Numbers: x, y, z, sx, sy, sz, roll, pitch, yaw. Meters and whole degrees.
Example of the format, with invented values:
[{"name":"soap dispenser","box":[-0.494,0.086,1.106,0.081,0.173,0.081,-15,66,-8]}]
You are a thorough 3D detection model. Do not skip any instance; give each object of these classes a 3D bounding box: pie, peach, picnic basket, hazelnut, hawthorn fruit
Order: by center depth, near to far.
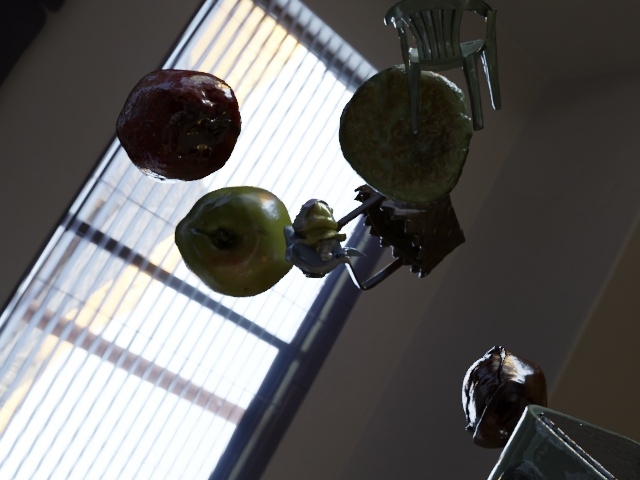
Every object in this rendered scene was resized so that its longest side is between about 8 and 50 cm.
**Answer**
[{"name":"hawthorn fruit","box":[-0.238,-0.201,1.202,0.249,0.215,0.215,11,-111,39]},{"name":"hazelnut","box":[0.336,0.290,1.248,0.160,0.201,0.170,2,-84,31]},{"name":"pie","box":[0.190,-0.242,1.519,0.323,0.323,0.070,-59,177,-5]},{"name":"peach","box":[-0.203,-0.005,1.731,0.314,0.315,0.281,35,-77,21]},{"name":"picnic basket","box":[0.200,-0.028,1.870,0.321,0.254,0.291,-34,-140,-11]}]

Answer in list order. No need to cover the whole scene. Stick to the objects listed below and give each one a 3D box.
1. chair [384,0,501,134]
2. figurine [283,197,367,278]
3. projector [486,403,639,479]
[{"name":"chair","box":[0.243,-0.356,1.323,0.203,0.275,0.190,-3,-154,21]},{"name":"figurine","box":[0.000,0.000,1.540,0.208,0.128,0.184,15,-85,31]},{"name":"projector","box":[0.314,0.367,0.759,0.249,0.248,0.248,-65,-156,8]}]
